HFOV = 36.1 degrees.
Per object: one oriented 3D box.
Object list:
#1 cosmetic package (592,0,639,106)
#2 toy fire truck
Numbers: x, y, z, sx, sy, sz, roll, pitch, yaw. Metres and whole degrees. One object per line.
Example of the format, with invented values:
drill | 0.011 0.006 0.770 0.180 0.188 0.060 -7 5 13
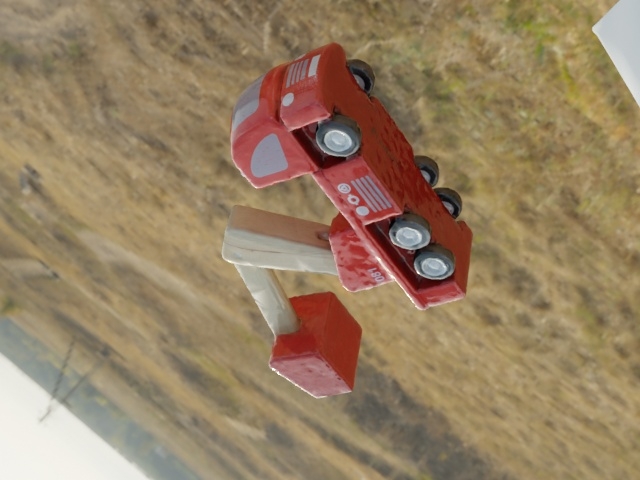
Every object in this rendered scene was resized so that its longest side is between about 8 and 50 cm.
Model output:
cosmetic package | 0.317 -0.147 0.706 0.098 0.239 0.060 63 149 17
toy fire truck | 0.000 0.000 0.493 0.135 0.047 0.192 -17 131 30
